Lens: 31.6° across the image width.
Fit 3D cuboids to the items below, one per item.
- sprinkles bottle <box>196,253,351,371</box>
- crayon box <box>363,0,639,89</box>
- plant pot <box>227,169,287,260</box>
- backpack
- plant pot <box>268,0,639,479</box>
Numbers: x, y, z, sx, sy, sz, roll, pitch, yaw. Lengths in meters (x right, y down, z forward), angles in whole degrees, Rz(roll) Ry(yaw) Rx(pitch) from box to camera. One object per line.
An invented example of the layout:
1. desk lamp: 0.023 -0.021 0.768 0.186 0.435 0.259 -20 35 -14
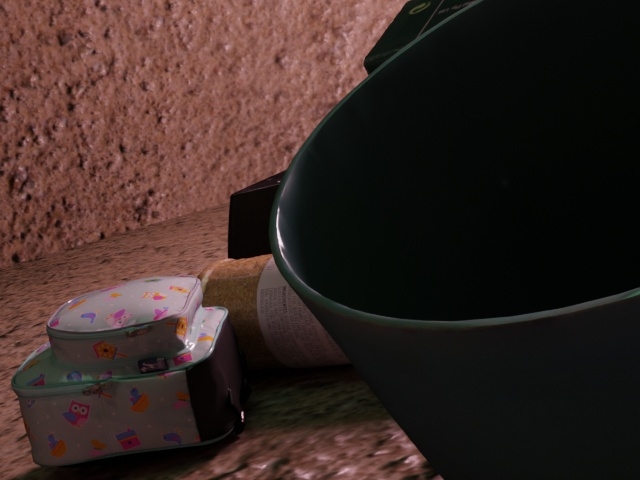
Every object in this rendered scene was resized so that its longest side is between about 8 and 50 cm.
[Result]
1. sprinkles bottle: 0.046 0.053 1.028 0.355 0.121 0.121 -10 11 35
2. crayon box: 0.190 -0.016 0.702 0.203 0.323 0.083 -10 32 36
3. plant pot: 0.000 0.000 1.285 0.188 0.167 0.187 -12 10 32
4. backpack: -0.170 0.115 0.976 0.188 0.144 0.166 -18 14 5
5. plant pot: 0.160 0.025 0.495 0.293 0.235 0.293 -24 28 13
